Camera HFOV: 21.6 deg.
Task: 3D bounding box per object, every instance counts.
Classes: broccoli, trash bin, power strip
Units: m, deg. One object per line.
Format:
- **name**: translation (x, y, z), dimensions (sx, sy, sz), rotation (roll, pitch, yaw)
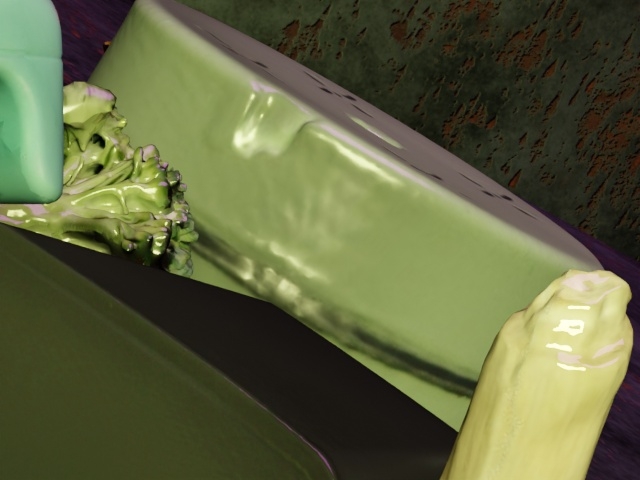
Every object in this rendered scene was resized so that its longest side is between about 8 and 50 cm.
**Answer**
- **broccoli**: translation (-0.160, -0.006, 0.778), dimensions (0.204, 0.122, 0.118), rotation (10, 38, -20)
- **trash bin**: translation (-0.042, 0.088, 0.638), dimensions (0.165, 0.115, 0.225), rotation (33, 6, 21)
- **power strip**: translation (0.000, 0.000, 1.041), dimensions (0.357, 0.161, 0.357), rotation (30, 8, -5)

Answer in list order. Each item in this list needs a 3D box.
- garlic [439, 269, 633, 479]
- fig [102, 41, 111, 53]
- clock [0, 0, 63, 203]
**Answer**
- **garlic**: translation (0.017, 0.105, 0.378), dimensions (0.199, 0.226, 0.199), rotation (25, 13, -6)
- **fig**: translation (-0.089, -0.072, 1.218), dimensions (0.142, 0.148, 0.186), rotation (33, 26, 6)
- **clock**: translation (-0.236, -0.042, 0.529), dimensions (0.224, 0.094, 0.274), rotation (1, 6, 32)
